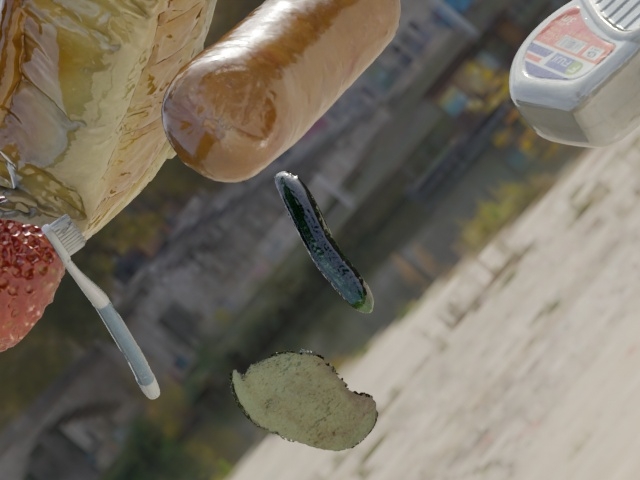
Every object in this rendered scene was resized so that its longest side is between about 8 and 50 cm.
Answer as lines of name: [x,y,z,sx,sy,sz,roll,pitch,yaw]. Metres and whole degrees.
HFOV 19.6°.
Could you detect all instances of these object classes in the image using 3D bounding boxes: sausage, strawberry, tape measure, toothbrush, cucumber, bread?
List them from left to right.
strawberry: [-0.323,0.042,1.922,0.236,0.107,0.175,-62,-11,-11]
bread: [-0.213,-0.184,1.718,0.236,0.183,0.388,-45,-16,-52]
toothbrush: [-0.170,0.058,1.500,0.025,0.019,0.275,-36,-33,-10]
sausage: [-0.034,-0.129,1.406,0.109,0.109,0.270,-49,-1,40]
cucumber: [0.000,0.000,1.837,0.036,0.184,0.033,-17,-26,-31]
tape measure: [0.391,-0.247,2.559,0.265,0.130,0.258,-43,29,-5]

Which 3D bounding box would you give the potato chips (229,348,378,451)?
potato chips: [-0.018,0.199,2.348,0.026,0.209,0.142,-120,38,-60]
